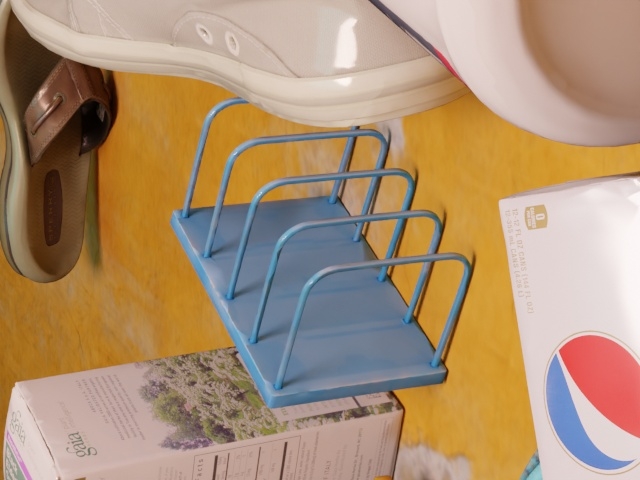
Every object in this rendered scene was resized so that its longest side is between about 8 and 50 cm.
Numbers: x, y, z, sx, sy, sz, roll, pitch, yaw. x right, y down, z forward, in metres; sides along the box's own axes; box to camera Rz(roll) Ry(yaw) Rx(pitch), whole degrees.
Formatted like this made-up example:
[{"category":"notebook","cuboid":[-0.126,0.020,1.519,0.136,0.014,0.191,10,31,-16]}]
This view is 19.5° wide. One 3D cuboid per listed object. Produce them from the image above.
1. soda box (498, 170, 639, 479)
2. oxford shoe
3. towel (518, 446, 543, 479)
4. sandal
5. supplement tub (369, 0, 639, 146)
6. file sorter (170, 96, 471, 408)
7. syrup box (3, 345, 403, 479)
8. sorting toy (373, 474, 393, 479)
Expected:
[{"category":"soda box","cuboid":[0.126,0.082,0.654,0.069,0.074,0.216,-10,90,48]},{"category":"oxford shoe","cuboid":[-0.061,-0.171,1.141,0.449,0.169,0.130,20,129,55]},{"category":"towel","cuboid":[0.214,0.161,0.653,0.370,0.040,0.271,51,130,31]},{"category":"sandal","cuboid":[-0.222,-0.106,1.627,0.086,0.120,0.303,14,116,34]},{"category":"supplement tub","cuboid":[0.080,-0.177,0.798,0.272,0.191,0.191,-131,39,-50]},{"category":"file sorter","cuboid":[0.000,0.000,1.130,0.170,0.118,0.104,59,145,41]},{"category":"syrup box","cuboid":[-0.075,0.136,1.193,0.093,0.236,0.096,52,142,47]},{"category":"sorting toy","cuboid":[0.108,0.285,1.072,0.196,0.047,0.348,-60,43,48]}]
